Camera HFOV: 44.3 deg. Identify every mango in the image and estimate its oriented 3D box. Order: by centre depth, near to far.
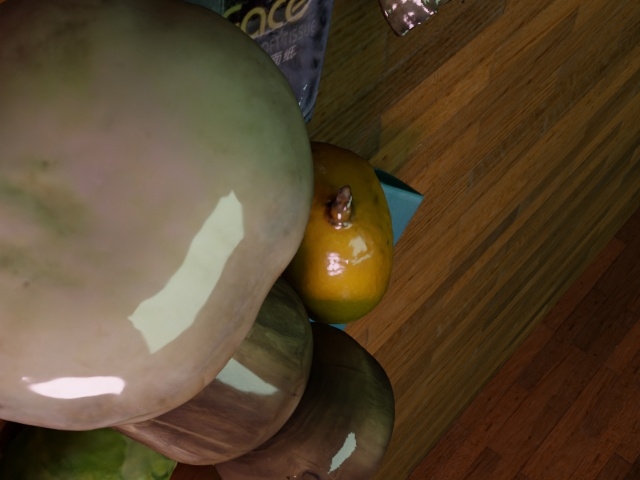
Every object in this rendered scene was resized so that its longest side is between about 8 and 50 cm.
[{"bbox_3d":[0.000,0.000,0.792,0.119,0.176,0.317,-25,164,-13],"label":"mango"}]

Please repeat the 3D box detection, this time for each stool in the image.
[{"bbox_3d":[-0.076,0.110,0.672,0.179,0.179,0.264,-51,130,-7],"label":"stool"}]

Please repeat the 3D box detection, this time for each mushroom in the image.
[{"bbox_3d":[-0.137,-0.020,0.473,0.260,0.254,0.234,-5,180,-14],"label":"mushroom"}]

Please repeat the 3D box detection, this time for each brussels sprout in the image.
[{"bbox_3d":[-0.210,0.210,0.715,0.180,0.144,0.161,-58,147,-12],"label":"brussels sprout"}]

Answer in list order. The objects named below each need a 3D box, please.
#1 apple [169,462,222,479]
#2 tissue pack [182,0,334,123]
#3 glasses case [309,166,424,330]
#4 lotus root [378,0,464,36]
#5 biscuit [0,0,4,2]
[{"bbox_3d":[-0.165,0.371,0.951,0.209,0.209,0.164,-43,158,-22],"label":"apple"},{"bbox_3d":[-0.061,-0.163,0.580,0.173,0.073,0.235,-35,150,-38],"label":"tissue pack"},{"bbox_3d":[0.009,0.048,1.000,0.117,0.070,0.301,10,115,-57],"label":"glasses case"},{"bbox_3d":[0.163,-0.325,0.721,0.314,0.142,0.210,-40,-170,-38],"label":"lotus root"},{"bbox_3d":[-0.261,-0.137,0.140,0.395,0.166,0.342,-42,152,-29],"label":"biscuit"}]
